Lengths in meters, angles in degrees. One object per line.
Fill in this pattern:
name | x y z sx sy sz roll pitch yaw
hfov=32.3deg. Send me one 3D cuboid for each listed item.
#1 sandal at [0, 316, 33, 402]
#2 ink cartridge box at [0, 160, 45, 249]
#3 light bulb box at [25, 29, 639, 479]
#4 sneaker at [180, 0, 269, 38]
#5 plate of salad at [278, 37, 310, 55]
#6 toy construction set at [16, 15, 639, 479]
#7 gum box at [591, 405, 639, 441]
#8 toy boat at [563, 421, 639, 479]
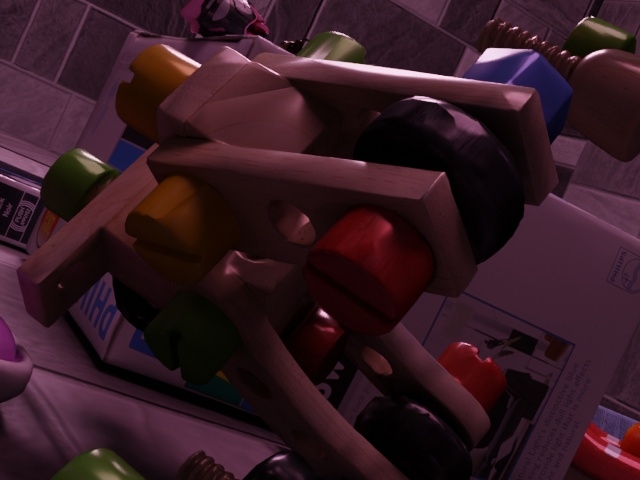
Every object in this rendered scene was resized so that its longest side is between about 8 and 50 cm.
sandal | -0.271 -0.040 0.563 0.169 0.102 0.416 22 3 -45
ink cartridge box | -0.338 -0.055 1.036 0.333 0.065 0.165 23 2 -29
light bulb box | -0.003 0.010 0.884 0.361 0.225 0.358 25 1 -25
sneaker | -0.063 -0.159 0.796 0.057 0.047 0.119 30 9 -2
plate of salad | 0.029 -0.126 0.956 0.200 0.048 0.200 25 0 0
toy construction set | -0.010 -0.035 0.468 0.237 0.308 0.257 33 -4 23
gum box | 0.272 0.205 1.215 0.184 0.041 0.157 24 -17 -31
toy boat | 0.290 0.179 0.974 0.231 0.151 0.151 25 1 14
